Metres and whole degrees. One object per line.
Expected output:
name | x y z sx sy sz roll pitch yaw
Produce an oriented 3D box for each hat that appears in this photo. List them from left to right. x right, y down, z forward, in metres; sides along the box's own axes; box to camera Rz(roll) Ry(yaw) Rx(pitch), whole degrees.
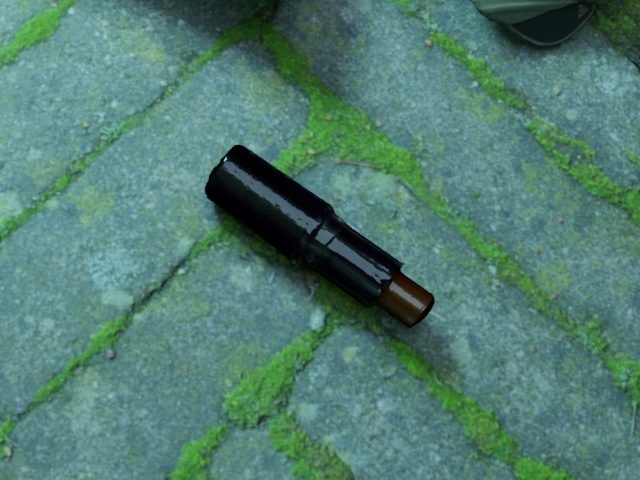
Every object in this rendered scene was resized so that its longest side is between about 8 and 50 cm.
hat | 0.286 -0.383 1.731 0.275 0.161 0.232 -19 72 -11

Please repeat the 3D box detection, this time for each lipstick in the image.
lipstick | 0.000 0.000 1.591 0.299 0.081 0.081 37 70 5

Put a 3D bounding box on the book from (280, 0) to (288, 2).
book | -0.175 -0.466 1.685 0.428 0.039 0.300 26 45 0
